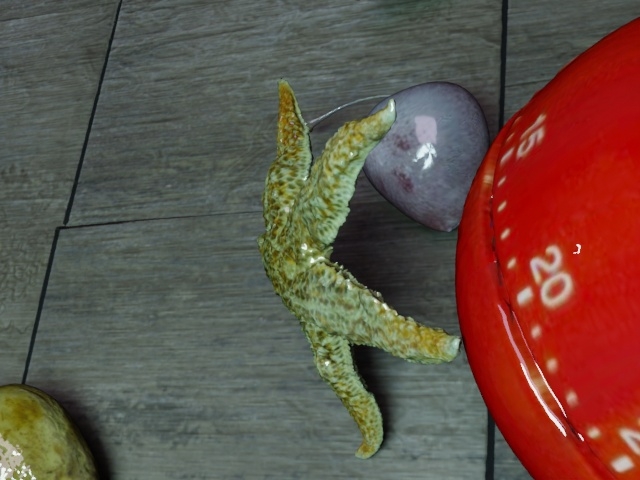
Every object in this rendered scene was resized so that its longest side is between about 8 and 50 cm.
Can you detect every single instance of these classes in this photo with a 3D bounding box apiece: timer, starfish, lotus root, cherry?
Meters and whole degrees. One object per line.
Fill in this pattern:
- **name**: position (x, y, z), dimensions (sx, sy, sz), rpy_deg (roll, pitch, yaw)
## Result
- **timer**: position (0.271, 0.039, 0.538), dimensions (0.378, 0.279, 0.377), rpy_deg (15, 52, -20)
- **starfish**: position (-0.003, -0.001, 0.675), dimensions (0.078, 0.357, 0.347), rpy_deg (-11, 53, -13)
- **lotus root**: position (-0.278, 0.221, 0.790), dimensions (0.214, 0.138, 0.138), rpy_deg (32, 79, 19)
- **cherry**: position (0.076, -0.073, 0.815), dimensions (0.188, 0.115, 0.148), rpy_deg (-20, 99, 19)
